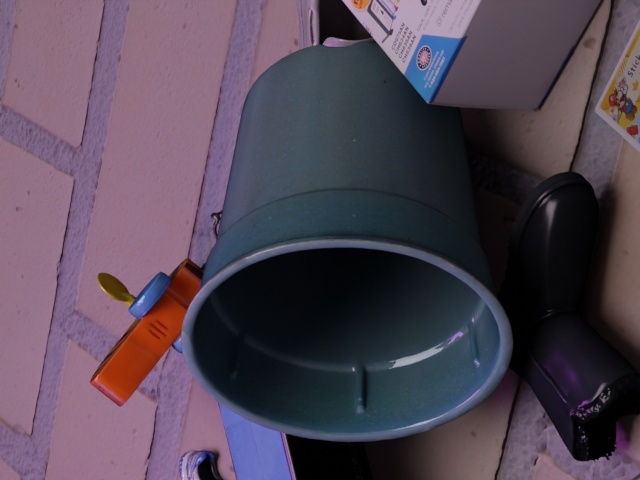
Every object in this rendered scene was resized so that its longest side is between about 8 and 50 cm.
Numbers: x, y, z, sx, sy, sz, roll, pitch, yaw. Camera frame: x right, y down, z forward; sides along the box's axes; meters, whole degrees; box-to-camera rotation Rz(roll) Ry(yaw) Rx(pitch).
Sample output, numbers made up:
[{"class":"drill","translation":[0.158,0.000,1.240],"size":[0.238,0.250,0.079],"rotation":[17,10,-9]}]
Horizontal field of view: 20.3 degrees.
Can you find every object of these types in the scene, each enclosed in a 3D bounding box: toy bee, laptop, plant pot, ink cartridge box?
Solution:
[{"class":"toy bee","translation":[-0.190,0.095,2.412],"size":[0.195,0.298,0.162],"rotation":[61,174,-5]},{"class":"laptop","translation":[-0.064,0.294,2.184],"size":[0.236,0.408,0.382],"rotation":[-20,72,15]},{"class":"plant pot","translation":[0.031,-0.016,1.939],"size":[0.341,0.341,0.334],"rotation":[-47,31,42]},{"class":"ink cartridge box","translation":[0.153,-0.279,1.936],"size":[0.233,0.168,0.171],"rotation":[55,131,37]}]

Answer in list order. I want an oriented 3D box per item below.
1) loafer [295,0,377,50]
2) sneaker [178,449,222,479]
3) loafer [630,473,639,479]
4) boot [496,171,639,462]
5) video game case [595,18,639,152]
[{"class":"loafer","translation":[0.030,-0.224,2.101],"size":[0.111,0.112,0.319],"rotation":[-159,54,-70]},{"class":"sneaker","translation":[-0.158,0.350,2.445],"size":[0.058,0.052,0.135],"rotation":[-25,71,45]},{"class":"loafer","translation":[0.354,0.253,1.752],"size":[0.267,0.084,0.096],"rotation":[-40,59,45]},{"class":"boot","translation":[0.271,0.081,1.846],"size":[0.207,0.094,0.246],"rotation":[51,135,43]},{"class":"video game case","translation":[0.383,-0.166,1.759],"size":[0.206,0.026,0.227],"rotation":[50,128,39]}]
